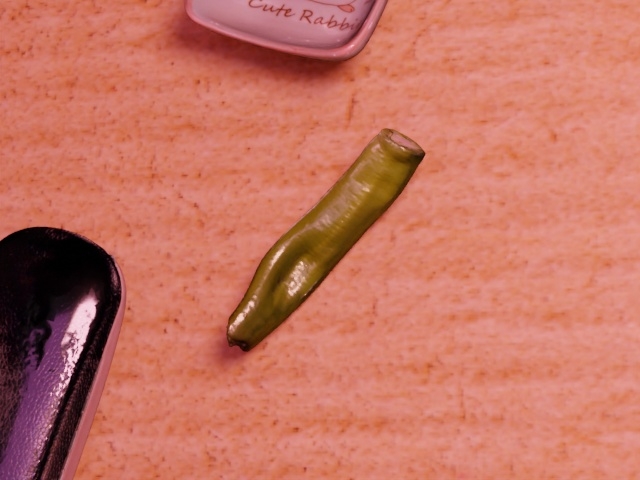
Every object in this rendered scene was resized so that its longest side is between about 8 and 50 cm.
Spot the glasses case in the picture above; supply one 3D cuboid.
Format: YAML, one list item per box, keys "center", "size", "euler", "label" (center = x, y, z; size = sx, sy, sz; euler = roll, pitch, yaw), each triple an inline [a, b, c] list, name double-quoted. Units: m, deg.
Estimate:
- center: [-0.238, 0.141, 1.413]
  size: [0.122, 0.075, 0.314]
  euler: [14, 79, 22]
  label: "glasses case"

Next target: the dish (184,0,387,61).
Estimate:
- center: [0.003, -0.236, 1.446]
  size: [0.151, 0.077, 0.212]
  euler: [16, 80, 23]
  label: "dish"

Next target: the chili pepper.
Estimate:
- center: [0.000, 0.000, 1.392]
  size: [0.201, 0.052, 0.050]
  euler: [-49, 37, 1]
  label: "chili pepper"
